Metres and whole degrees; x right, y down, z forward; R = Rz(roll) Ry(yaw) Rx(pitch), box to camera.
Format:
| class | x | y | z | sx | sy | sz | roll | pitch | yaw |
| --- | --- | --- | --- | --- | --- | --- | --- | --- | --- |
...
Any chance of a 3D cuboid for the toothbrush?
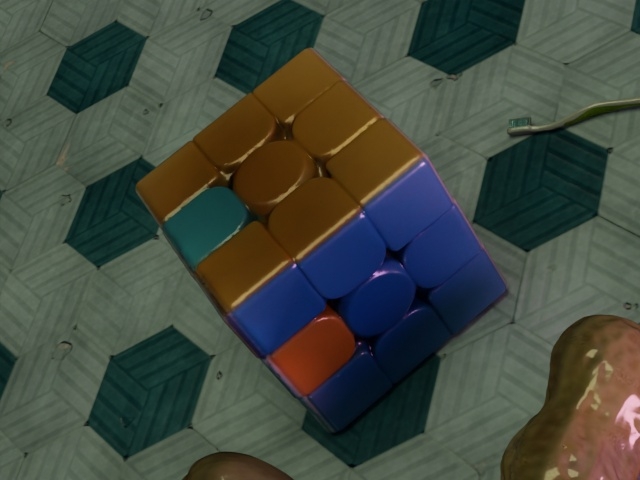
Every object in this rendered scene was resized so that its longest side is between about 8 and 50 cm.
| class | x | y | z | sx | sy | sz | roll | pitch | yaw |
| --- | --- | --- | --- | --- | --- | --- | --- | --- | --- |
| toothbrush | 0.367 | -0.167 | 1.913 | 0.263 | 0.022 | 0.026 | -8 | 63 | 25 |

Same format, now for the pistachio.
| class | x | y | z | sx | sy | sz | roll | pitch | yaw |
| --- | --- | --- | --- | --- | --- | --- | --- | --- | --- |
| pistachio | -0.091 | 0.314 | 1.736 | 0.185 | 0.124 | 0.124 | 18 | 65 | 21 |

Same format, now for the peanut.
| class | x | y | z | sx | sy | sz | roll | pitch | yaw |
| --- | --- | --- | --- | --- | --- | --- | --- | --- | --- |
| peanut | 0.283 | 0.217 | 1.574 | 0.149 | 0.149 | 0.313 | 9 | 61 | 35 |

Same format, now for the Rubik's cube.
| class | x | y | z | sx | sy | sz | roll | pitch | yaw |
| --- | --- | --- | --- | --- | --- | --- | --- | --- | --- |
| Rubik's cube | 0.000 | 0.000 | 1.804 | 0.292 | 0.290 | 0.291 | -40 | 46 | -2 |
